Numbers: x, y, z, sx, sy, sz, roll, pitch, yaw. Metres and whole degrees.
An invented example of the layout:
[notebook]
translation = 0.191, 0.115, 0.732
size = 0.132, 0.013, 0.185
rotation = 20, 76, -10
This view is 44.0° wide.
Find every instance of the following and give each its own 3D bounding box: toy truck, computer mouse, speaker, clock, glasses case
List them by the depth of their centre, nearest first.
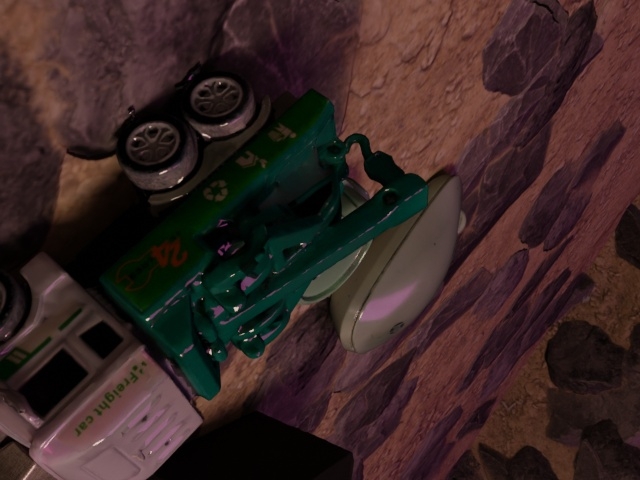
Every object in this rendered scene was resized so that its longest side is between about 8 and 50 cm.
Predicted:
[toy truck]
translation = -0.099, 0.022, 0.608
size = 0.363, 0.178, 0.177
rotation = -42, 153, -17
[glasses case]
translation = -0.256, 0.245, 0.772
size = 0.071, 0.047, 0.205
rotation = -53, 155, -10
[clock]
translation = 0.000, 0.000, 0.874
size = 0.159, 0.066, 0.211
rotation = -59, 155, 14
[speaker]
translation = -0.098, 0.387, 0.995
size = 0.232, 0.184, 0.254
rotation = -13, 115, -54
[computer mouse]
translation = 0.126, 0.041, 1.108
size = 0.288, 0.097, 0.159
rotation = -45, 152, -15
